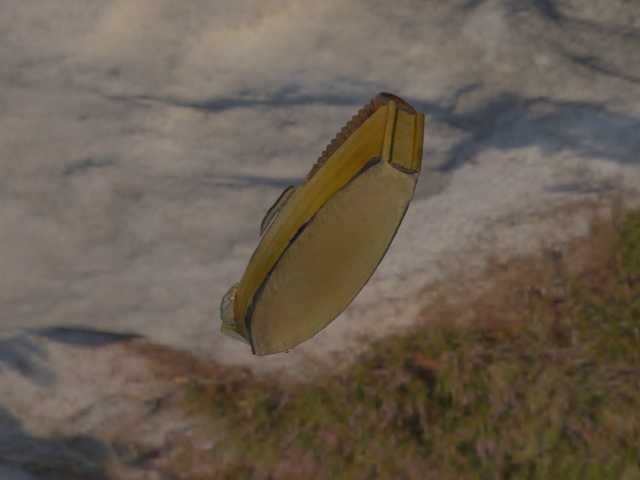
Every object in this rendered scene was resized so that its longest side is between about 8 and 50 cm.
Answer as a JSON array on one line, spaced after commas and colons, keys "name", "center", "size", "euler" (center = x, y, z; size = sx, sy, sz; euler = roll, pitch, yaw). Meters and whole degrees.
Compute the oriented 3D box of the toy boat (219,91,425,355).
[{"name": "toy boat", "center": [0.000, 0.000, 0.559], "size": [0.047, 0.049, 0.149], "euler": [23, 126, -19]}]
